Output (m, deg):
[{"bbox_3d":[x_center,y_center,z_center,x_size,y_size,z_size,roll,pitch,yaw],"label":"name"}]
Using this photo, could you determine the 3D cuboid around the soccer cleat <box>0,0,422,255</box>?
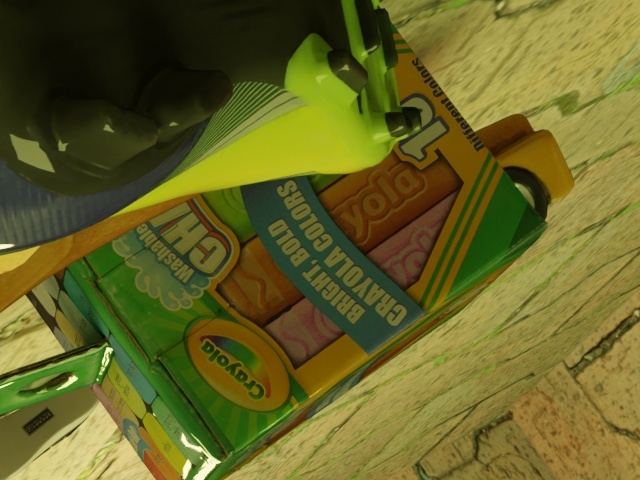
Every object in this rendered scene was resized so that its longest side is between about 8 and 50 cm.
[{"bbox_3d":[-0.057,-0.050,0.501,0.121,0.093,0.289,-17,180,23],"label":"soccer cleat"}]

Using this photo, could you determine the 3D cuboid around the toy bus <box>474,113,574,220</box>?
[{"bbox_3d":[0.000,0.000,1.120,0.332,0.130,0.108,-30,-176,-19],"label":"toy bus"}]

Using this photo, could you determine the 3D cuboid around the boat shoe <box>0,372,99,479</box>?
[{"bbox_3d":[-0.227,0.151,1.282,0.142,0.049,0.040,-32,166,-20],"label":"boat shoe"}]

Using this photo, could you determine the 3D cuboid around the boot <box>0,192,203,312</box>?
[{"bbox_3d":[-0.128,-0.007,0.610,0.211,0.104,0.295,-15,-152,7],"label":"boot"}]

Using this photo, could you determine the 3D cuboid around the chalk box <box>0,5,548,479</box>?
[{"bbox_3d":[-0.055,0.025,0.941,0.289,0.179,0.180,-35,174,-18],"label":"chalk box"}]
